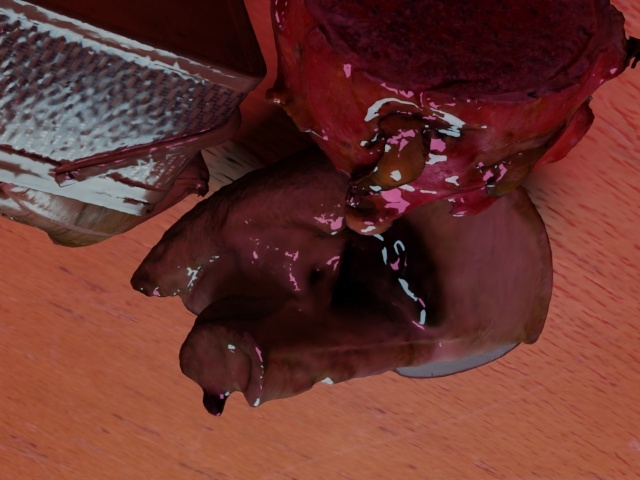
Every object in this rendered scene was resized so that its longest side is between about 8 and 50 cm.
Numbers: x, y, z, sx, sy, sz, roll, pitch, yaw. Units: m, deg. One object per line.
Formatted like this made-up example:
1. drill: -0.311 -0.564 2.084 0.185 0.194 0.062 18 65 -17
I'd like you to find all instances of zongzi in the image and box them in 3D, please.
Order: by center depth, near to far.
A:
1. zongzi: -0.205 -0.039 1.203 0.194 0.099 0.197 4 155 -46

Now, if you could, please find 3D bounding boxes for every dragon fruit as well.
1. dragon fruit: 0.078 -0.108 1.033 0.282 0.211 0.147 17 144 -3

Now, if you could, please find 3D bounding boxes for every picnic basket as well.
1. picnic basket: -0.179 -0.138 1.032 0.267 0.165 0.139 15 131 -36

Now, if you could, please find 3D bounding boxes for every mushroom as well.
1. mushroom: -0.001 -0.005 1.187 0.217 0.292 0.212 32 131 43

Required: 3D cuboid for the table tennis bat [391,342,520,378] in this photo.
1. table tennis bat: 0.060 0.080 1.404 0.246 0.022 0.138 -19 131 28
